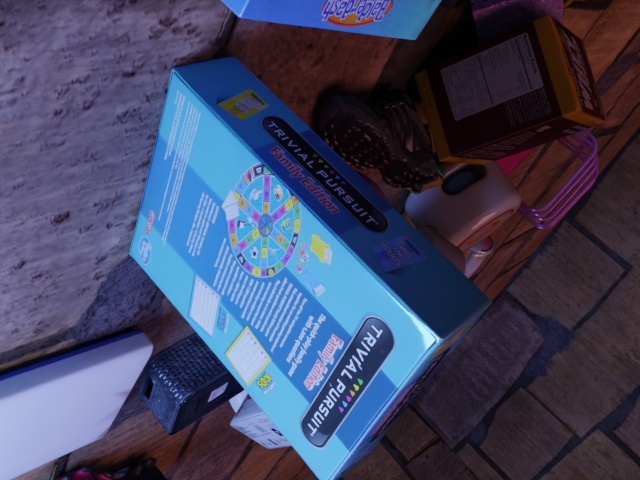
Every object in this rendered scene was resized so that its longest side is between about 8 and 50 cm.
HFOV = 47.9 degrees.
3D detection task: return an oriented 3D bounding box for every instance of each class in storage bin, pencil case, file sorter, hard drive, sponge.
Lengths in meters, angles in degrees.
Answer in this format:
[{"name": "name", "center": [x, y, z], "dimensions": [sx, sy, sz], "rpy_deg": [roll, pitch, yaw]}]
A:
[{"name": "storage bin", "center": [-0.181, 0.207, 1.128], "dimensions": [0.180, 0.084, 0.122], "rpy_deg": [-28, 155, -40]}, {"name": "pencil case", "center": [0.320, 0.077, 1.799], "dimensions": [0.273, 0.113, 0.124], "rpy_deg": [-61, 175, 36]}, {"name": "file sorter", "center": [0.468, -0.153, 1.532], "dimensions": [0.202, 0.182, 0.290], "rpy_deg": [-48, 160, 9]}, {"name": "hard drive", "center": [-0.368, 0.225, 0.862], "dimensions": [0.318, 0.040, 0.210], "rpy_deg": [-16, 146, -53]}, {"name": "sponge", "center": [0.278, -0.299, 1.011], "dimensions": [0.117, 0.031, 0.210], "rpy_deg": [-12, 166, 15]}]

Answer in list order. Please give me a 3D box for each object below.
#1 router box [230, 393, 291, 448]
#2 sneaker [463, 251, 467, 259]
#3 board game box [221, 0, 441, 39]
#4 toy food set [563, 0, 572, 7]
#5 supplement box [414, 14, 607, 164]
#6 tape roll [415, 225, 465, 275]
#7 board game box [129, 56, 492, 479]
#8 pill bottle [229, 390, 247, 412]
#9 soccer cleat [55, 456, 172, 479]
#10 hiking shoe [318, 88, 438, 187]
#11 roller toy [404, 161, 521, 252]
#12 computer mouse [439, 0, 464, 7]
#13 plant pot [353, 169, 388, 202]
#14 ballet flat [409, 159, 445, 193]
[{"name": "router box", "center": [0.009, 0.160, 1.106], "dimensions": [0.301, 0.082, 0.335], "rpy_deg": [-59, -171, -26]}, {"name": "sneaker", "center": [0.219, 0.101, 1.706], "dimensions": [0.296, 0.112, 0.131], "rpy_deg": [-43, 177, 3]}, {"name": "board game box", "center": [-0.026, -0.208, 0.498], "dimensions": [0.210, 0.160, 0.047], "rpy_deg": [-15, 146, -52]}, {"name": "toy food set", "center": [0.385, -0.420, 1.033], "dimensions": [0.218, 0.071, 0.128], "rpy_deg": [-45, -176, 6]}, {"name": "supplement box", "center": [0.272, -0.200, 1.013], "dimensions": [0.194, 0.129, 0.191], "rpy_deg": [-18, 174, 32]}, {"name": "tape roll", "center": [0.093, 0.152, 1.196], "dimensions": [0.392, 0.072, 0.392], "rpy_deg": [-55, -172, 11]}, {"name": "board game box", "center": [-0.038, 0.031, 0.687], "dimensions": [0.079, 0.336, 0.254], "rpy_deg": [-27, 154, -41]}, {"name": "pill bottle", "center": [-0.053, 0.255, 1.393], "dimensions": [0.245, 0.136, 0.136], "rpy_deg": [-17, 147, -52]}, {"name": "soccer cleat", "center": [-0.369, 0.456, 1.207], "dimensions": [0.143, 0.116, 0.331], "rpy_deg": [-46, 160, 3]}, {"name": "hiking shoe", "center": [0.074, -0.151, 0.939], "dimensions": [0.086, 0.114, 0.227], "rpy_deg": [-15, 154, 33]}, {"name": "roller toy", "center": [0.262, -0.073, 1.343], "dimensions": [0.191, 0.146, 0.209], "rpy_deg": [-44, 162, 34]}, {"name": "computer mouse", "center": [0.213, -0.365, 0.845], "dimensions": [0.242, 0.041, 0.071], "rpy_deg": [-47, 170, -12]}, {"name": "plant pot", "center": [0.000, 0.000, 0.940], "dimensions": [0.180, 0.201, 0.201], "rpy_deg": [-47, 167, -45]}, {"name": "ballet flat", "center": [0.148, -0.117, 1.146], "dimensions": [0.073, 0.080, 0.232], "rpy_deg": [-32, 161, 10]}]
